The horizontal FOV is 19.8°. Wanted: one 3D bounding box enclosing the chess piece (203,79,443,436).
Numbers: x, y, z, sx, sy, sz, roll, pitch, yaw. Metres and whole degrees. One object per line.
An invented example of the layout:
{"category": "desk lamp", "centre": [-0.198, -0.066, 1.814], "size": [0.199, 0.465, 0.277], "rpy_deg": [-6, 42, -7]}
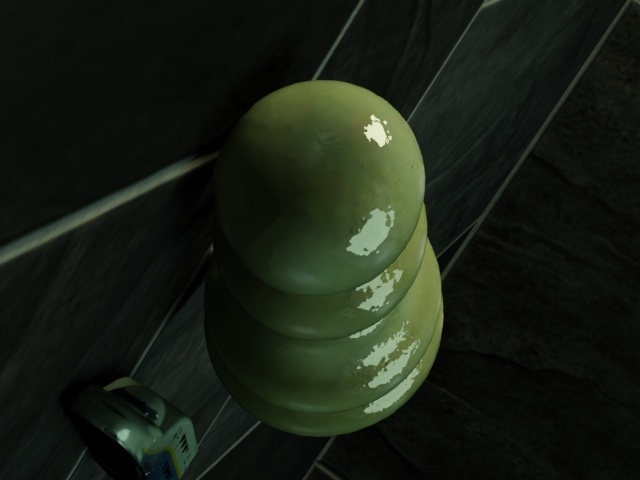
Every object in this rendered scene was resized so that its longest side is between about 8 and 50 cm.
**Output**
{"category": "chess piece", "centre": [0.000, 0.000, 0.966], "size": [0.144, 0.144, 0.251], "rpy_deg": [-52, 166, -17]}

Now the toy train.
{"category": "toy train", "centre": [-0.105, 0.108, 1.046], "size": [0.051, 0.052, 0.234], "rpy_deg": [-56, 172, -14]}
